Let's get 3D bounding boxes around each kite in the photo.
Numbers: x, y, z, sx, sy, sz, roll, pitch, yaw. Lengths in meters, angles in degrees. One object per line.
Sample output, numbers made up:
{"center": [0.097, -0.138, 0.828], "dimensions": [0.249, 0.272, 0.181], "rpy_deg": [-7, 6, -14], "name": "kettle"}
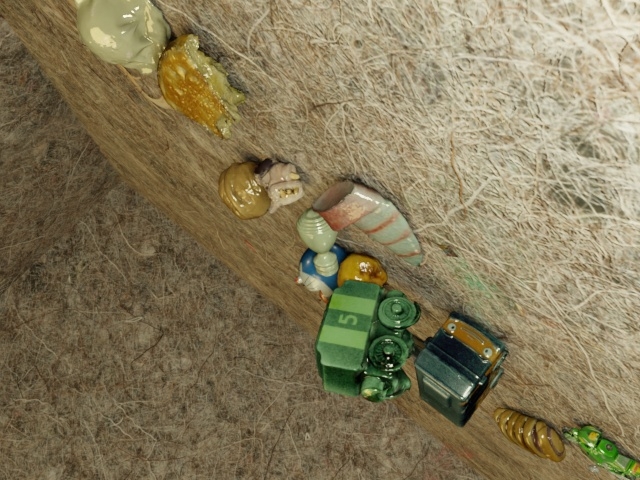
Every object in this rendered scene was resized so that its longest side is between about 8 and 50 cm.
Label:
{"center": [0.248, 0.016, 1.249], "dimensions": [0.078, 0.002, 0.044], "rpy_deg": [25, 158, 44], "name": "kite"}

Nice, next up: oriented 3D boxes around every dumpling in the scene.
{"center": [-0.425, -0.470, 1.330], "dimensions": [0.193, 0.146, 0.258], "rpy_deg": [-5, 141, 28], "name": "dumpling"}

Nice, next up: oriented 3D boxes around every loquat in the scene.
{"center": [0.110, 0.096, 1.591], "dimensions": [0.137, 0.137, 0.113], "rpy_deg": [45, -162, -11], "name": "loquat"}

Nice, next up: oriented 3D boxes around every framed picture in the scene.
{"center": [0.344, 0.368, 1.965], "dimensions": [0.260, 0.023, 0.189], "rpy_deg": [29, 163, 37], "name": "framed picture"}

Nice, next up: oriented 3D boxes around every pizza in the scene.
{"center": [-0.258, -0.336, 1.352], "dimensions": [0.223, 0.089, 0.323], "rpy_deg": [40, 162, -10], "name": "pizza"}

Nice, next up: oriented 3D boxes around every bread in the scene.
{"center": [0.595, 0.557, 1.747], "dimensions": [0.134, 0.081, 0.225], "rpy_deg": [44, 164, -14], "name": "bread"}

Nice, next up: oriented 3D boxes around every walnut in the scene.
{"center": [-0.199, -0.139, 1.671], "dimensions": [0.167, 0.149, 0.166], "rpy_deg": [16, 125, 24], "name": "walnut"}

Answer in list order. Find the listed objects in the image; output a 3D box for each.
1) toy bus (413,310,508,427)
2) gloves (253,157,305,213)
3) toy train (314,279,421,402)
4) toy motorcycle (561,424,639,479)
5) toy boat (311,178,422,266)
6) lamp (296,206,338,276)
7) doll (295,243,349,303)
{"center": [0.343, 0.326, 1.512], "dimensions": [0.162, 0.194, 0.323], "rpy_deg": [35, 164, 26], "name": "toy bus"}
{"center": [-0.100, -0.140, 1.499], "dimensions": [0.144, 0.111, 0.094], "rpy_deg": [66, -172, 31], "name": "gloves"}
{"center": [0.113, 0.244, 1.470], "dimensions": [0.239, 0.299, 0.166], "rpy_deg": [10, 136, 12], "name": "toy train"}
{"center": [0.669, 0.500, 1.450], "dimensions": [0.190, 0.074, 0.106], "rpy_deg": [37, 156, 18], "name": "toy motorcycle"}
{"center": [0.133, -0.021, 1.311], "dimensions": [0.282, 0.096, 0.206], "rpy_deg": [38, 153, -23], "name": "toy boat"}
{"center": [0.000, 0.000, 1.557], "dimensions": [0.106, 0.106, 0.192], "rpy_deg": [27, 140, 42], "name": "lamp"}
{"center": [0.051, 0.115, 1.729], "dimensions": [0.257, 0.161, 0.215], "rpy_deg": [41, -167, -10], "name": "doll"}
